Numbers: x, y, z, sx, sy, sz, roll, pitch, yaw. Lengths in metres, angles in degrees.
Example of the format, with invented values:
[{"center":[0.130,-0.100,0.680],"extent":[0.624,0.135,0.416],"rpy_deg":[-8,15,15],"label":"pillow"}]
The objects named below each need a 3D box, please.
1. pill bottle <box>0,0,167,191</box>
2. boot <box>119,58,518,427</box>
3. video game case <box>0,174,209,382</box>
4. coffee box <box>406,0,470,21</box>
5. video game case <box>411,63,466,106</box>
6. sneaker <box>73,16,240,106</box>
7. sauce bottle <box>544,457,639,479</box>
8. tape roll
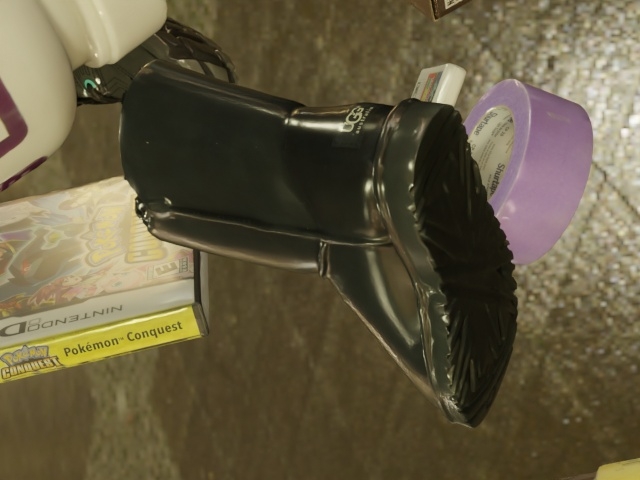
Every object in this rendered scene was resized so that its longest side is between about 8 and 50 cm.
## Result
[{"center":[-0.231,-0.076,0.647],"extent":[0.169,0.301,0.169],"rpy_deg":[46,163,19],"label":"pill bottle"},{"center":[0.000,0.000,0.785],"extent":[0.207,0.094,0.246],"rpy_deg":[12,143,31],"label":"boot"},{"center":[-0.220,0.024,1.111],"extent":[0.275,0.248,0.035],"rpy_deg":[-101,-3,-61],"label":"video game case"},{"center":[0.155,-0.317,1.025],"extent":[0.168,0.297,0.119],"rpy_deg":[48,162,42],"label":"coffee box"},{"center":[0.081,-0.066,1.225],"extent":[0.183,0.023,0.201],"rpy_deg":[-111,42,-84],"label":"video game case"},{"center":[-0.164,-0.129,0.918],"extent":[0.267,0.101,0.106],"rpy_deg":[32,101,33],"label":"sneaker"},{"center":[0.246,0.105,0.465],"extent":[0.111,0.344,0.111],"rpy_deg":[-16,-90,-73],"label":"sauce bottle"},{"center":[0.209,-0.074,1.414],"extent":[0.189,0.080,0.189],"rpy_deg":[-163,90,-72],"label":"tape roll"}]
